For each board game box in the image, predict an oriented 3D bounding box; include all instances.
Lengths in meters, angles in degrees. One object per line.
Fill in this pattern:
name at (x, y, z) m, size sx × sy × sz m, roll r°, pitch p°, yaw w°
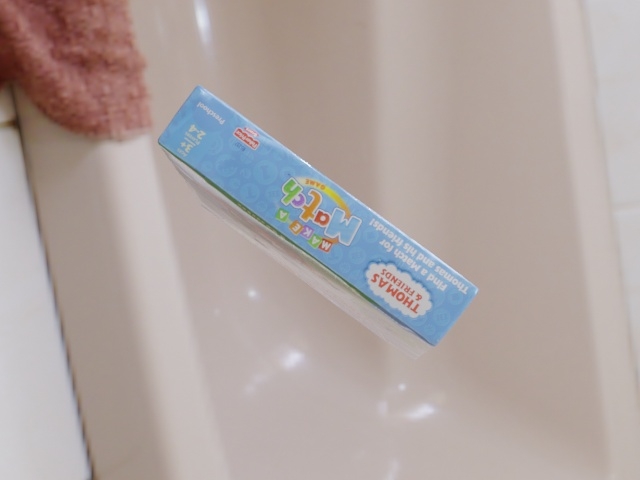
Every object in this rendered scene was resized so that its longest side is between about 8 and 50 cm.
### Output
board game box at (0.000, 0.000, 0.767) m, size 0.039 × 0.160 × 0.211 m, roll -54°, pitch 175°, yaw -4°
